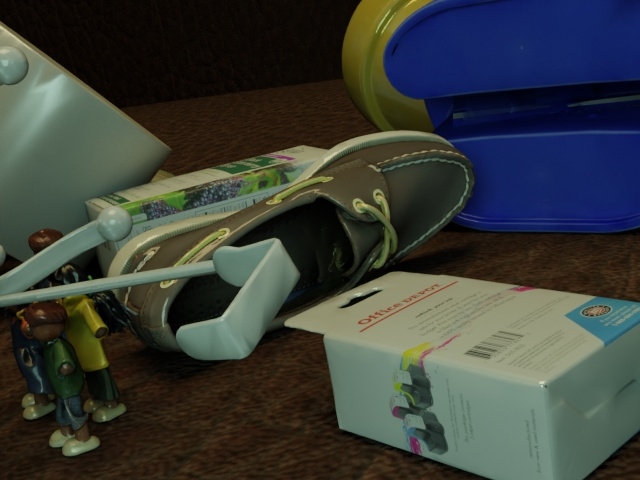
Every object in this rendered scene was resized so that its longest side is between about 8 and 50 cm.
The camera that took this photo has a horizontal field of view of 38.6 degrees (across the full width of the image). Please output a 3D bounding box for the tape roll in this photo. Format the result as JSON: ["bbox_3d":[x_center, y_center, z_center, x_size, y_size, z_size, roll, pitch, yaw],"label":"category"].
[{"bbox_3d":[-0.297,-0.097,0.926,0.169,0.246,0.246,-53,20,-1],"label":"tape roll"}]

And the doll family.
[{"bbox_3d":[-0.174,0.057,0.607,0.076,0.111,0.193,-20,17,-32],"label":"doll family"}]

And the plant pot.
[{"bbox_3d":[0.184,-0.219,1.195,0.254,0.254,0.239,-14,29,-14],"label":"plant pot"}]

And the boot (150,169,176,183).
[{"bbox_3d":[-0.276,-0.050,1.145,0.213,0.077,0.165,-3,14,-8],"label":"boot"}]

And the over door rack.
[{"bbox_3d":[-0.165,-0.069,0.448,0.324,0.239,0.108,-1,39,46],"label":"over door rack"}]

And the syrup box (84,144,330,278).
[{"bbox_3d":[-0.090,-0.019,0.872,0.237,0.096,0.093,-18,18,-23],"label":"syrup box"}]

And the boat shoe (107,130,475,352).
[{"bbox_3d":[0.000,0.000,0.714,0.324,0.116,0.097,-21,23,-24],"label":"boat shoe"}]

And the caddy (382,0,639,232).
[{"bbox_3d":[0.226,-0.141,0.844,0.341,0.241,0.179,2,23,37],"label":"caddy"}]

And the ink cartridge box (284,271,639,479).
[{"bbox_3d":[0.077,0.067,0.498,0.104,0.061,0.181,-22,19,-39],"label":"ink cartridge box"}]
